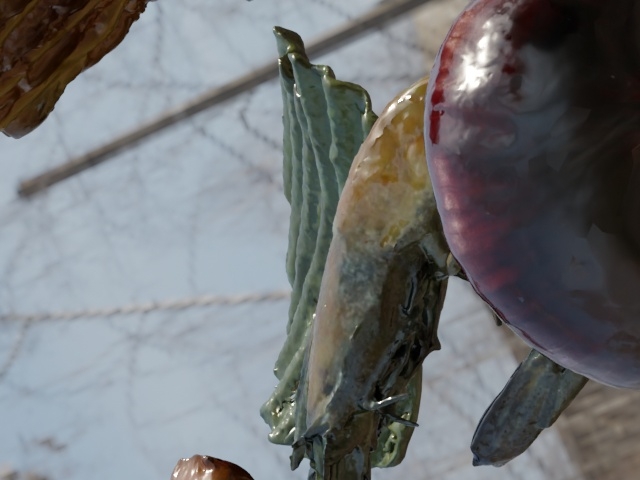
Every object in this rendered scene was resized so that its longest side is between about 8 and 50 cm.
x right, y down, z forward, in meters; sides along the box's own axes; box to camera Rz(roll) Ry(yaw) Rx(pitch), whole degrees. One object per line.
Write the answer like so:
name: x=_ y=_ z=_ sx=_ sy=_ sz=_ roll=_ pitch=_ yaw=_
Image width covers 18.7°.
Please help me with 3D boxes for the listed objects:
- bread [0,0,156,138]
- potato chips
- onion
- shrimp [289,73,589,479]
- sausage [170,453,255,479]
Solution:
bread: x=-0.178 y=-0.214 z=1.373 sx=0.114 sy=0.275 sz=0.185 roll=49 pitch=-177 yaw=29
potato chips: x=0.001 y=0.008 z=1.795 sx=0.373 sy=0.097 sz=0.389 roll=-139 pitch=47 yaw=-68
onion: x=0.199 y=-0.050 z=1.060 sx=0.273 sy=0.273 sz=0.285 roll=65 pitch=164 yaw=-7
shrimp: x=0.096 y=0.081 z=1.507 sx=0.272 sy=0.445 sz=0.085 roll=34 pitch=-159 yaw=35
sausage: x=-0.056 y=0.320 z=1.624 sx=0.089 sy=0.083 sz=0.300 roll=-16 pitch=89 yaw=61
